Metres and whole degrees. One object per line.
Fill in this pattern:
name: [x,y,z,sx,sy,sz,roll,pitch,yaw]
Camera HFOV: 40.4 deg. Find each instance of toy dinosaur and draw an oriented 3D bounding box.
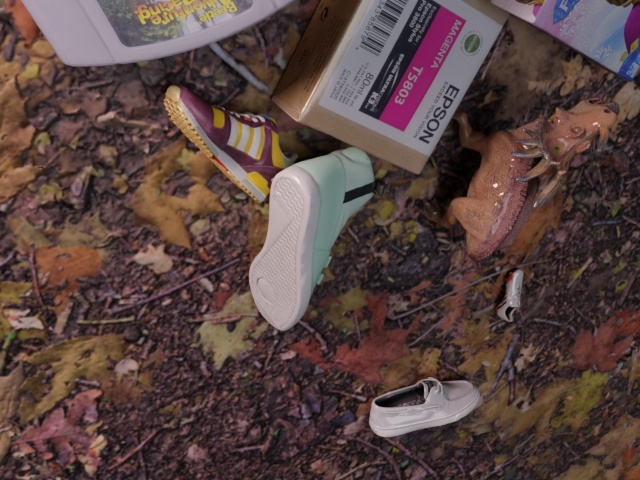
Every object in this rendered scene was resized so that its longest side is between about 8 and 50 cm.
toy dinosaur: [0.236,-0.061,1.103,0.127,0.200,0.296,1,117,-28]

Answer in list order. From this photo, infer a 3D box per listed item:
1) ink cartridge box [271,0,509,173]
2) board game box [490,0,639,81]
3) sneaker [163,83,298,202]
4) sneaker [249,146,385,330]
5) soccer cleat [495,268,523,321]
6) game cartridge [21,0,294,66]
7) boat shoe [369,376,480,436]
ink cartridge box: [0.084,-0.219,1.003,0.193,0.088,0.235,19,106,-33]
board game box: [0.371,-0.369,1.015,0.318,0.066,0.319,4,118,-51]
sneaker: [-0.098,-0.126,0.980,0.084,0.069,0.185,-47,135,-6]
sneaker: [0.000,0.000,1.085,0.151,0.094,0.256,-28,147,-39]
soccer cleat: [0.293,0.084,1.320,0.029,0.035,0.083,7,114,-30]
game cartridge: [-0.148,-0.267,0.790,0.294,0.060,0.196,-14,134,17]
boat shoe: [0.160,0.242,1.331,0.184,0.066,0.063,-11,123,-11]
